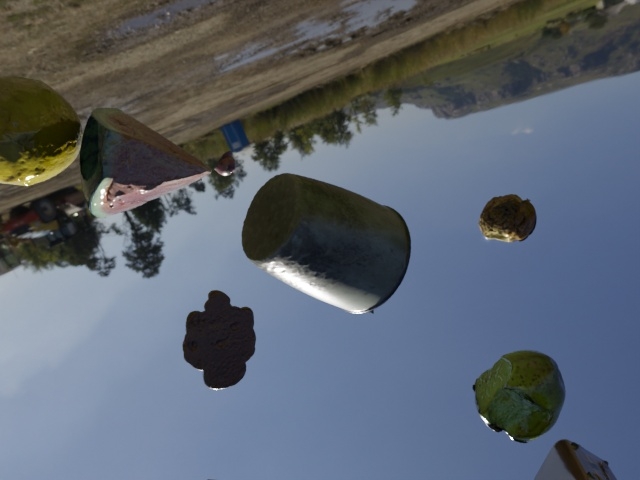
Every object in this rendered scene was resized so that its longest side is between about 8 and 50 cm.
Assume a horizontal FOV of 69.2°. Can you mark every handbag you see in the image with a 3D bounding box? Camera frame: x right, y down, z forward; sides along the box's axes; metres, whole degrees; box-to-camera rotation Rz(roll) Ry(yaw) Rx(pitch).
[{"bbox_3d":[0.648,0.697,1.198,0.283,0.149,0.302,-61,169,9],"label":"handbag"}]

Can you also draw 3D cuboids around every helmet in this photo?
[{"bbox_3d":[-0.295,-0.237,1.476,0.065,0.049,0.084,-28,162,-50],"label":"helmet"}]

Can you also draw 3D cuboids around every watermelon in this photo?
[{"bbox_3d":[-0.442,-0.216,1.098,0.293,0.250,0.283,-26,-170,-21],"label":"watermelon"}]

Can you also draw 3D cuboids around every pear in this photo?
[{"bbox_3d":[0.613,0.446,1.340,0.255,0.238,0.164,-60,-176,34],"label":"pear"}]

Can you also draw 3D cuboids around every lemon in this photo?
[{"bbox_3d":[-0.708,-0.258,1.092,0.261,0.260,0.284,-12,-178,36],"label":"lemon"}]

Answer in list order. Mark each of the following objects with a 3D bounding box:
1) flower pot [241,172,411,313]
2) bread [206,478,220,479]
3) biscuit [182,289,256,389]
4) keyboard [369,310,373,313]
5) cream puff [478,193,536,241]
[{"bbox_3d":[0.000,0.000,1.115,0.330,0.293,0.294,21,165,-36],"label":"flower pot"},{"bbox_3d":[-0.368,0.935,1.568,0.120,0.288,0.152,7,-144,-17],"label":"bread"},{"bbox_3d":[-0.293,0.285,1.343,0.209,0.290,0.041,-4,-176,-22],"label":"biscuit"},{"bbox_3d":[0.240,0.267,2.262,0.014,0.176,0.055,-4,178,-16],"label":"keyboard"},{"bbox_3d":[0.449,-0.054,1.118,0.133,0.119,0.104,-11,167,20],"label":"cream puff"}]
